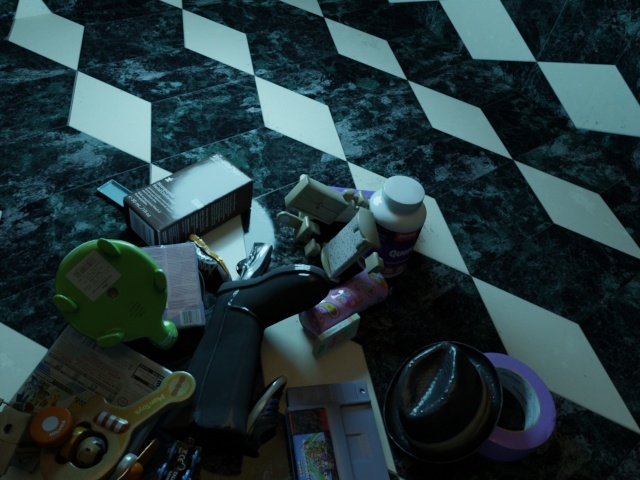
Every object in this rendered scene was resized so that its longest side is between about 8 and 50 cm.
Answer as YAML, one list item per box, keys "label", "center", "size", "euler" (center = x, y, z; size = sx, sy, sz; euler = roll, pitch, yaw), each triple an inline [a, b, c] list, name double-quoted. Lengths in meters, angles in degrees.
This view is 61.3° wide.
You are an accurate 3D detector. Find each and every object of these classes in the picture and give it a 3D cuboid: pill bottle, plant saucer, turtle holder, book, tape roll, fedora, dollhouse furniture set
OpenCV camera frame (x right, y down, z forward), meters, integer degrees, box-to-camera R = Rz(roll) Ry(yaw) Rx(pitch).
- label: "pill bottle"
  center: [0.222, -0.041, 1.696]
  size: [0.181, 0.323, 0.181]
  euler: [6, 48, -6]
- label: "plant saucer"
  center: [-0.655, -0.139, 1.809]
  size: [0.192, 0.018, 0.067]
  euler: [32, 50, 15]
- label: "turtle holder"
  center: [-0.484, 0.129, 1.337]
  size: [0.320, 0.227, 0.243]
  euler: [17, 83, -22]
- label: "book"
  center: [0.044, 0.269, 1.534]
  size: [0.144, 0.096, 0.035]
  euler: [-26, 59, -30]
- label: "tape roll"
  center: [0.488, 0.448, 1.471]
  size: [0.274, 0.090, 0.275]
  euler: [5, 48, -6]
- label: "fedora"
  center: [0.296, 0.380, 1.370]
  size: [0.334, 0.152, 0.334]
  euler: [-14, 47, 16]
- label: "dollhouse furniture set"
  center: [0.000, 0.000, 1.607]
  size: [0.173, 0.303, 0.356]
  euler: [23, 40, -31]
- label: "dollhouse furniture set"
  center: [-0.709, 0.418, 1.179]
  size: [0.183, 0.129, 0.129]
  euler: [16, 71, 8]

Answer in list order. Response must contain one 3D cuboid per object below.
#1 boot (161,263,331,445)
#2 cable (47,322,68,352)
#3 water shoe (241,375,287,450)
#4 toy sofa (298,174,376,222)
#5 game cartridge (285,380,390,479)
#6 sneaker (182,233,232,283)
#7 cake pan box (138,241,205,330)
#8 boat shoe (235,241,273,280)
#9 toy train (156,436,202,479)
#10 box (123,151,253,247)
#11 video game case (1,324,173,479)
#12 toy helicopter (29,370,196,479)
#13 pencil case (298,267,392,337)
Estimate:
- label: "boot"
  center: [-0.171, 0.283, 1.363]
  size: [0.367, 0.146, 0.445]
  euler: [-17, 36, 28]
- label: "cable"
  center: [-0.618, 0.265, 1.393]
  size: [0.184, 0.047, 0.151]
  euler: [-6, 75, 6]
- label: "water shoe"
  center: [-0.136, 0.439, 1.375]
  size: [0.080, 0.073, 0.203]
  euler: [43, 55, -3]
- label: "toy sofa"
  center: [0.105, -0.139, 1.861]
  size: [0.362, 0.177, 0.150]
  euler: [6, 48, -6]
- label: "game cartridge"
  center: [0.041, 0.523, 1.332]
  size: [0.230, 0.068, 0.355]
  euler: [1, 48, -17]
- label: "sneaker"
  center: [-0.352, 0.072, 1.649]
  size: [0.215, 0.084, 0.083]
  euler: [37, 65, 25]
- label: "cake pan box"
  center: [-0.457, 0.140, 1.506]
  size: [0.266, 0.070, 0.246]
  euler: [-8, 77, -17]
- label: "boat shoe"
  center: [-0.220, 0.081, 1.663]
  size: [0.076, 0.080, 0.228]
  euler: [15, 46, 10]
- label: "toy train"
  center: [-0.326, 0.538, 1.208]
  size: [0.080, 0.105, 0.184]
  euler: [17, 48, 0]
- label: "box"
  center: [-0.421, -0.123, 1.764]
  size: [0.191, 0.143, 0.381]
  euler: [38, 50, 22]
- label: "video game case"
  center: [-0.550, 0.385, 1.290]
  size: [0.329, 0.036, 0.300]
  euler: [26, 66, 11]
- label: "toy helicopter"
  center: [-0.422, 0.416, 1.182]
  size: [0.355, 0.140, 0.235]
  euler: [-30, 55, -29]
- label: "pencil case"
  center: [0.073, 0.184, 1.605]
  size: [0.284, 0.124, 0.124]
  euler: [-25, 58, -31]
